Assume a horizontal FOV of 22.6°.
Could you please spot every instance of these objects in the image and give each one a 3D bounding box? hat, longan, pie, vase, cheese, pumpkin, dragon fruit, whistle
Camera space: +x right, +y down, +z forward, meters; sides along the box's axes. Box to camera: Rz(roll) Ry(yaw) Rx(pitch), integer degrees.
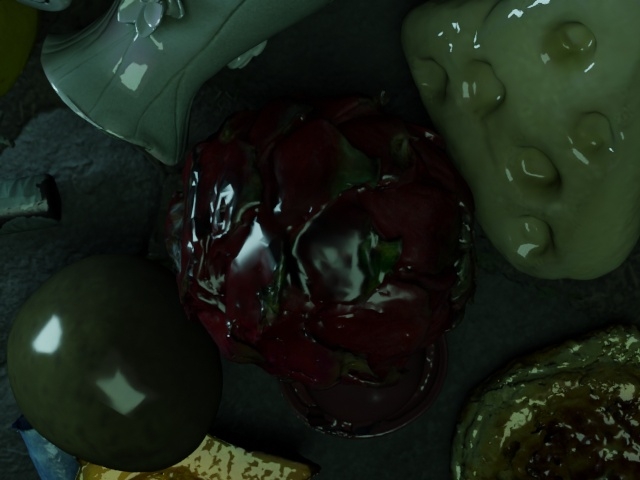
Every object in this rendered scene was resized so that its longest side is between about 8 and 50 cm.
[{"bbox_3d":[0.046,0.140,1.787,0.205,0.089,0.205,0,112,-1],"label":"hat"},{"bbox_3d":[-0.222,0.131,1.706,0.215,0.246,0.246,-2,113,-28],"label":"longan"},{"bbox_3d":[0.285,0.243,1.833,0.308,0.085,0.308,0,112,-1],"label":"pie"},{"bbox_3d":[-0.080,-0.282,1.557,0.250,0.250,0.445,38,109,-14],"label":"vase"},{"bbox_3d":[0.269,-0.116,1.578,0.351,0.129,0.328,-9,107,44],"label":"cheese"},{"bbox_3d":[-0.154,0.253,1.829,0.278,0.111,0.163,-29,94,5],"label":"pumpkin"},{"bbox_3d":[-0.388,-0.027,1.728,0.211,0.060,0.060,-10,111,3],"label":"vase"},{"bbox_3d":[0.000,-0.001,1.608,0.329,0.329,0.329,0,111,-1],"label":"dragon fruit"},{"bbox_3d":[-0.269,0.330,1.866,0.062,0.062,0.304,-20,110,6],"label":"whistle"}]

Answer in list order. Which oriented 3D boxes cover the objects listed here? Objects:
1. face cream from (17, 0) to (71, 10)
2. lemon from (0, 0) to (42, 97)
[{"bbox_3d":[-0.227,-0.373,1.533,0.143,0.089,0.314,19,76,-6],"label":"face cream"},{"bbox_3d":[-0.372,-0.220,1.595,0.184,0.184,0.248,16,113,-7],"label":"lemon"}]
